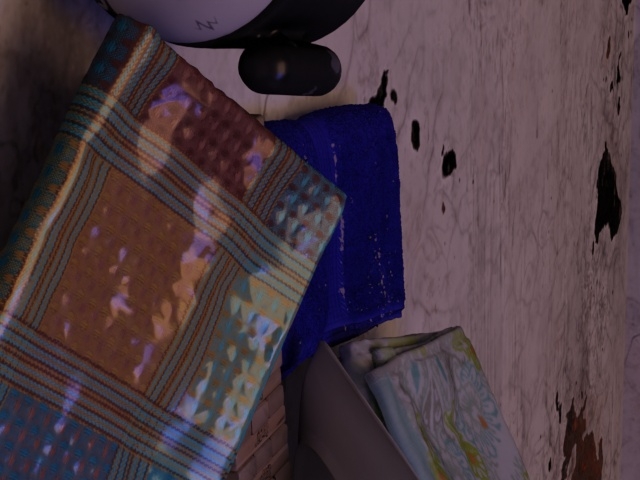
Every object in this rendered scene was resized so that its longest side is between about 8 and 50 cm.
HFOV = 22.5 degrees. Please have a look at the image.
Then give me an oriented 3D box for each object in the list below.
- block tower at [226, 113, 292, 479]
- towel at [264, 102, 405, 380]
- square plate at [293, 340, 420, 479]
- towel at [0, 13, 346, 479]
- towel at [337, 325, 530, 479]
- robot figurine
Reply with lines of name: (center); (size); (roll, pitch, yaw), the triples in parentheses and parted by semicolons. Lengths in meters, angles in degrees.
block tower: (-0.088, 0.074, 1.211); (0.097, 0.091, 0.335); (-38, 130, -58)
towel: (0.000, 0.000, 1.421); (0.308, 0.076, 0.227); (-22, 116, -65)
square plate: (0.054, 0.311, 1.317); (0.049, 0.344, 0.347); (-19, 142, -21)
towel: (-0.123, 0.078, 1.051); (0.271, 0.040, 0.370); (38, 71, -50)
towel: (0.137, 0.260, 1.501); (0.374, 0.090, 0.320); (68, 20, 7)
robot figurine: (-0.061, -0.216, 1.112); (0.278, 0.209, 0.173); (-14, 130, -67)
